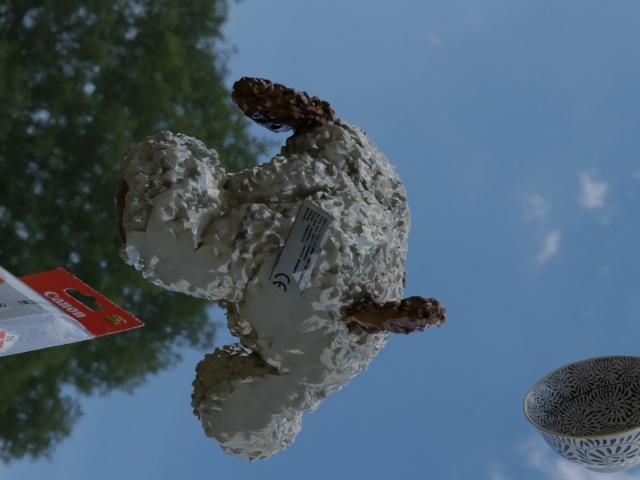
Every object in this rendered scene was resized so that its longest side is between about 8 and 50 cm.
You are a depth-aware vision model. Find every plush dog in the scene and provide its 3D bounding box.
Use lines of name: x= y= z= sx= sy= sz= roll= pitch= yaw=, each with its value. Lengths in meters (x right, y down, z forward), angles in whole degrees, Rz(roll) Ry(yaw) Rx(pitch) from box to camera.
plush dog: x=0.000 y=0.000 z=0.900 sx=0.210 sy=0.262 sz=0.225 roll=-9 pitch=-149 yaw=21

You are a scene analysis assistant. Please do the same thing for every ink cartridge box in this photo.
ink cartridge box: x=-0.272 y=0.049 z=1.154 sx=0.145 sy=0.179 sz=0.045 roll=28 pitch=-63 yaw=37

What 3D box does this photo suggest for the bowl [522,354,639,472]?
bowl: x=0.314 y=0.201 z=1.362 sx=0.170 sy=0.080 sz=0.170 roll=-15 pitch=-160 yaw=6
